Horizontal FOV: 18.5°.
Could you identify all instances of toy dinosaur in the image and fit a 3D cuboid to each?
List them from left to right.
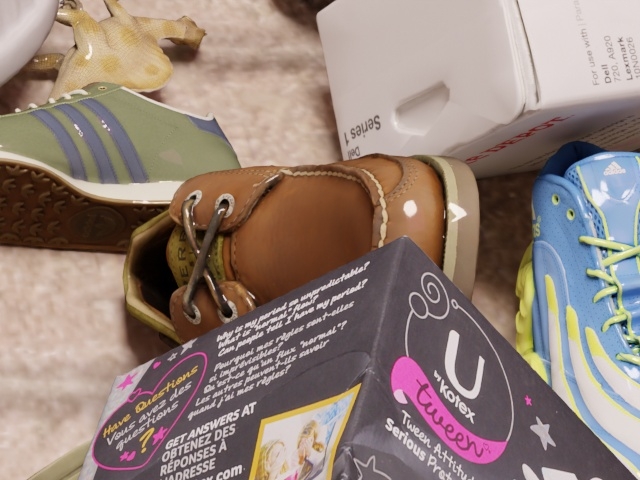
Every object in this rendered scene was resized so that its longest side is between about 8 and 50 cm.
[{"bbox_3d":[-0.132,-0.105,1.112,0.092,0.053,0.183,33,44,12],"label":"toy dinosaur"}]

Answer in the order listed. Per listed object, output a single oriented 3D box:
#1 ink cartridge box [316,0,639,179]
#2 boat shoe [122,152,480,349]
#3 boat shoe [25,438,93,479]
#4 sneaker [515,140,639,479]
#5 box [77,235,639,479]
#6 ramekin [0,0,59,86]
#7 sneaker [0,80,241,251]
[{"bbox_3d":[0.166,-0.116,1.109,0.278,0.201,0.117,-10,82,-29],"label":"ink cartridge box"},{"bbox_3d":[-0.021,0.021,0.880,0.104,0.307,0.111,9,79,-15],"label":"boat shoe"},{"bbox_3d":[-0.174,0.180,0.767,0.302,0.103,0.113,-22,74,-38],"label":"boat shoe"},{"bbox_3d":[0.139,0.032,0.992,0.091,0.126,0.240,-8,31,-3],"label":"sneaker"},{"bbox_3d":[0.036,0.147,0.760,0.247,0.163,0.142,46,37,-25],"label":"box"},{"bbox_3d":[-0.274,-0.175,1.032,0.272,0.127,0.273,2,39,-1],"label":"ramekin"},{"bbox_3d":[-0.130,-0.046,1.040,0.192,0.064,0.086,8,50,-23],"label":"sneaker"}]
